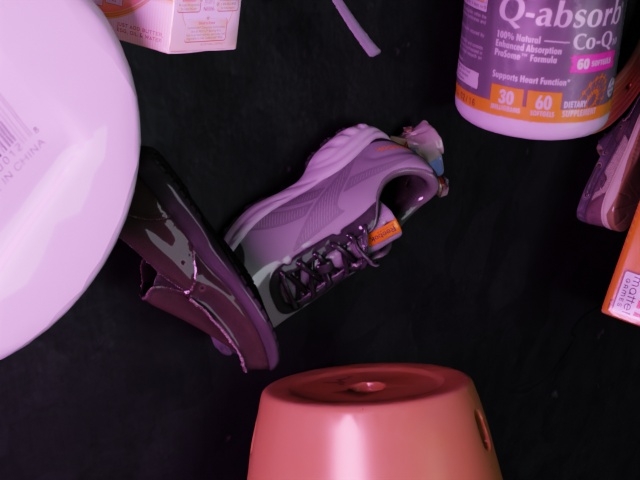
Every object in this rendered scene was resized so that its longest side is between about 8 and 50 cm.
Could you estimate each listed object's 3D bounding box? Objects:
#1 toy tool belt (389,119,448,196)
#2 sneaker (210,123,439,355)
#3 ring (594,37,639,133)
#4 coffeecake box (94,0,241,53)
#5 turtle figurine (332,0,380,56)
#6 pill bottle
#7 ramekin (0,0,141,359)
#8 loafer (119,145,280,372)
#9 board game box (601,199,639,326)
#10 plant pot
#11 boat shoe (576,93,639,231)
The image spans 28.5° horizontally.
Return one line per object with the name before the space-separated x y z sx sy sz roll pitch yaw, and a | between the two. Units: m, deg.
toy tool belt | 0.096 -0.077 1.280 0.051 0.052 0.083 -19 125 -11
sneaker | 0.000 0.000 1.126 0.271 0.108 0.100 -46 141 -24
ring | 0.351 -0.294 1.526 0.337 0.032 0.336 -29 130 -42
coffeecake box | -0.118 -0.227 0.816 0.068 0.142 0.185 -15 118 -51
turtle figurine | 0.042 -0.250 0.910 0.266 0.198 0.274 -15 114 -47
pill bottle | 0.225 -0.253 1.257 0.162 0.162 0.278 -25 126 -46
ramekin | -0.236 -0.055 0.727 0.277 0.135 0.277 -22 121 -42
loafer | -0.108 0.026 1.007 0.078 0.080 0.220 -32 115 1
board game box | 0.607 -0.011 1.658 0.356 0.356 0.356 11 98 -73
plant pot | 0.050 0.233 1.190 0.291 0.291 0.203 -12 100 -51
boat shoe | 0.392 -0.115 1.635 0.080 0.073 0.223 49 59 -48
